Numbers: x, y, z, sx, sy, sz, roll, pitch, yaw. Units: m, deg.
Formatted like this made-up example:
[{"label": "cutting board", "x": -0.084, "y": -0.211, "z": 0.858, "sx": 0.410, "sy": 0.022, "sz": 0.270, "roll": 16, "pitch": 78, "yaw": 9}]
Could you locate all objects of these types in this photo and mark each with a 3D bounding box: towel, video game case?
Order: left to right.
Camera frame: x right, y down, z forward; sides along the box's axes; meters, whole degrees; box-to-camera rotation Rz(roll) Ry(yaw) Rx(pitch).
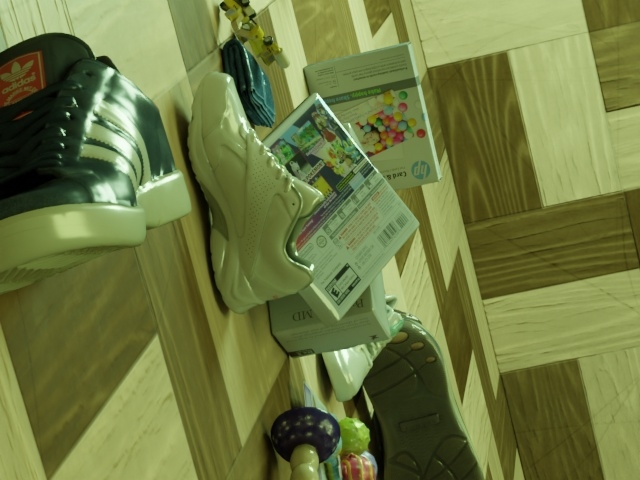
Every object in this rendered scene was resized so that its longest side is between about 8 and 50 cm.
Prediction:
[{"label": "towel", "x": -0.076, "y": -0.171, "z": 2.058, "sx": 0.119, "sy": 0.029, "sz": 0.067, "roll": 49, "pitch": 30, "yaw": -68}, {"label": "video game case", "x": 0.001, "y": -0.035, "z": 1.937, "sx": 0.183, "sy": 0.023, "sz": 0.201, "roll": 52, "pitch": 42, "yaw": -8}]

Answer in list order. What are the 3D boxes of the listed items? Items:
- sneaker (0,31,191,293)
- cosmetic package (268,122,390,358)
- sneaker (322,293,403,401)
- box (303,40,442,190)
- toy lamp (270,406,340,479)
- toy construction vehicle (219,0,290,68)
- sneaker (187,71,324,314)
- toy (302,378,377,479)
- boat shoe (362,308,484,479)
[{"label": "sneaker", "x": -0.178, "y": -0.054, "z": 1.194, "sx": 0.350, "sy": 0.131, "sz": 0.148, "roll": -60, "pitch": 130, "yaw": -82}, {"label": "cosmetic package", "x": 0.000, "y": 0.000, "z": 2.035, "sx": 0.085, "sy": 0.117, "sz": 0.231, "roll": 57, "pitch": 22, "yaw": -60}, {"label": "sneaker", "x": 0.053, "y": 0.114, "z": 2.237, "sx": 0.212, "sy": 0.094, "sz": 0.080, "roll": -80, "pitch": 157, "yaw": -62}, {"label": "box", "x": 0.069, "y": -0.155, "z": 2.479, "sx": 0.038, "sy": 0.145, "sz": 0.186, "roll": -47, "pitch": 125, "yaw": -74}, {"label": "toy lamp", "x": -0.015, "y": 0.277, "z": 1.762, "sx": 0.274, "sy": 0.080, "sz": 0.080, "roll": -89, "pitch": 163, "yaw": -53}, {"label": "toy construction vehicle", "x": -0.077, "y": -0.225, "z": 2.052, "sx": 0.098, "sy": 0.035, "sz": 0.086, "roll": 50, "pitch": -7, "yaw": 43}, {"label": "sneaker", "x": -0.056, "y": -0.053, "z": 1.796, "sx": 0.090, "sy": 0.115, "sz": 0.232, "roll": -28, "pitch": 106, "yaw": -79}, {"label": "toy", "x": 0.029, "y": 0.241, "z": 2.080, "sx": 0.237, "sy": 0.056, "sz": 0.137, "roll": 50, "pitch": 32, "yaw": -68}, {"label": "boat shoe", "x": 0.134, "y": 0.245, "z": 2.413, "sx": 0.130, "sy": 0.132, "sz": 0.355, "roll": -88, "pitch": 169, "yaw": -68}]
